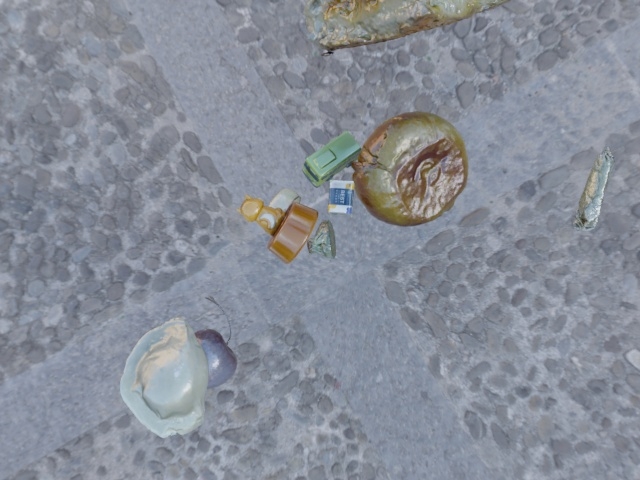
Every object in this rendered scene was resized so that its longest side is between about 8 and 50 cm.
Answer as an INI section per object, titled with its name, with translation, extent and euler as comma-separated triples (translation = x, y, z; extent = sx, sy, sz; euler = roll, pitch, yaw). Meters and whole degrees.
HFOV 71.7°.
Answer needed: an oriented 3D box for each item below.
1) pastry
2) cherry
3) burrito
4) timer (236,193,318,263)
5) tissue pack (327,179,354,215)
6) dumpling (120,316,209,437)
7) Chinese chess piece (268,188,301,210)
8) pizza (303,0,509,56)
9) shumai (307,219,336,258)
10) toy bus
[pastry]
translation = 0.264, -0.200, 1.286
extent = 0.355, 0.164, 0.356
euler = -7, 112, -17
[cherry]
translation = -0.263, 0.235, 0.946
extent = 0.148, 0.115, 0.188
euler = -17, 120, 17
[burrito]
translation = 0.591, -0.107, 0.954
extent = 0.045, 0.058, 0.188
euler = 14, 106, 12
[timer]
translation = -0.100, -0.042, 0.929
extent = 0.152, 0.132, 0.132
euler = 31, 89, -11
[tissue pack]
translation = 0.051, -0.106, 1.100
extent = 0.062, 0.042, 0.083
euler = 5, 86, 10
[dumpling]
translation = -0.276, 0.242, 0.785
extent = 0.155, 0.111, 0.181
euler = -15, 52, -12
[Chinese chess piece]
translation = -0.099, -0.075, 1.143
extent = 0.051, 0.122, 0.122
euler = 31, 89, 7
[pizza]
translation = 0.071, -0.193, 0.344
extent = 0.182, 0.161, 0.062
euler = -10, 125, 11
[shumai]
translation = 0.000, 0.001, 1.383
extent = 0.087, 0.099, 0.124
euler = -8, 67, 12
[toy bus]
translation = 0.033, -0.249, 1.359
extent = 0.175, 0.101, 0.088
euler = -36, 83, -13
